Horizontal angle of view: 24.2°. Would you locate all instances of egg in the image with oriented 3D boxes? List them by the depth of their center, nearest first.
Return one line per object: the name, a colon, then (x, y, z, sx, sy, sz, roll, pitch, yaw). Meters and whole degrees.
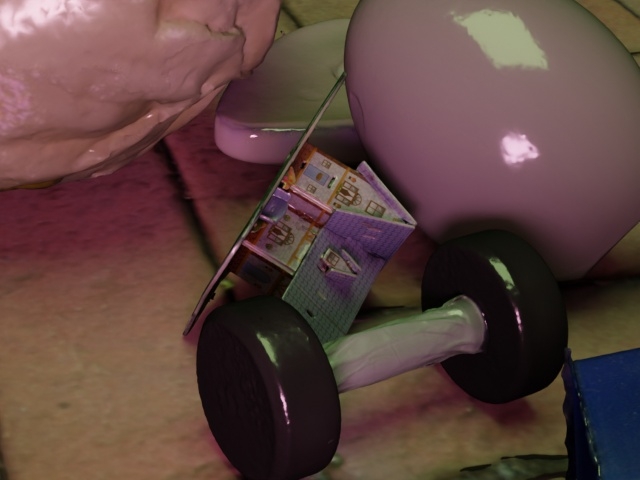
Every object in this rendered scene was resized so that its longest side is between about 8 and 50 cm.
egg: (0.114, -0.082, 0.965, 0.232, 0.176, 0.176, 50, 45, 10)

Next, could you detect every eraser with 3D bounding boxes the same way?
eraser: (0.016, -0.095, 1.107, 0.204, 0.059, 0.243, 31, 37, 35)

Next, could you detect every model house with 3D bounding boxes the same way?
model house: (0.000, 0.000, 0.904, 0.088, 0.117, 0.167, 32, 53, -2)

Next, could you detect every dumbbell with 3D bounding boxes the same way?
dumbbell: (0.034, 0.061, 0.818, 0.191, 0.100, 0.100, -15, 37, -30)

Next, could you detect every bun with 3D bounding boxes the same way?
bun: (-0.141, -0.173, 1.003, 0.219, 0.365, 0.365, 39, 30, -11)

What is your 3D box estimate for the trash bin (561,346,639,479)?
trash bin: (0.239, 0.123, 0.702, 0.234, 0.184, 0.162, -6, 31, 3)
